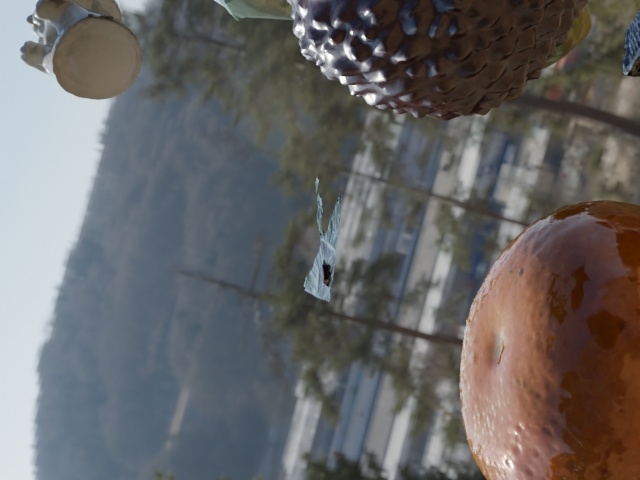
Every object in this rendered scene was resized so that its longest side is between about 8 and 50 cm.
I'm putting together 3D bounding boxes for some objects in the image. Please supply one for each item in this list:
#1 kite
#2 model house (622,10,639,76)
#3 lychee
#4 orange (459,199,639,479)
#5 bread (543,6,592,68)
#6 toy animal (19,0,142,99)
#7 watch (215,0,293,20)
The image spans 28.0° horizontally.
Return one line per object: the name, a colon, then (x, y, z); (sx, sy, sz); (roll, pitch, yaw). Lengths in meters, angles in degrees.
kite: (0.002, 0.000, 2.029); (0.229, 0.012, 0.250); (114, 159, -46)
model house: (0.416, -0.258, 1.472); (0.152, 0.106, 0.165); (-28, -22, -28)
lychee: (0.106, -0.224, 1.003); (0.271, 0.271, 0.272); (-165, 90, -85)
orange: (0.364, 0.165, 1.625); (0.424, 0.326, 0.424); (-172, 90, -73)
bread: (0.313, -0.368, 2.080); (0.158, 0.260, 0.156); (49, 164, 53)
toy animal: (-0.278, -0.261, 1.453); (0.221, 0.130, 0.104); (-111, 24, -48)
watch: (-0.033, -0.338, 1.362); (0.253, 0.241, 0.161); (-54, 34, -10)
